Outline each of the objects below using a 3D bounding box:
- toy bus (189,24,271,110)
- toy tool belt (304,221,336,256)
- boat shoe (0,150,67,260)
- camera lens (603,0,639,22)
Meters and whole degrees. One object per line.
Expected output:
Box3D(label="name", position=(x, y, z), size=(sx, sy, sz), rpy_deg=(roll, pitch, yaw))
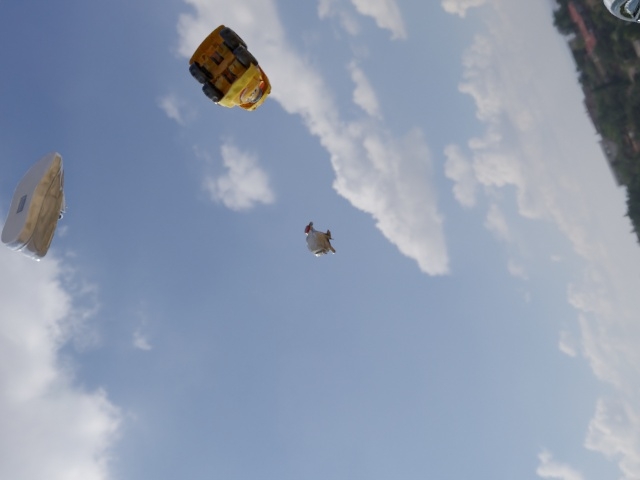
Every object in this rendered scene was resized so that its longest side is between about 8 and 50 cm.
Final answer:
Box3D(label="toy bus", position=(-0.200, -0.402, 1.621), size=(0.211, 0.149, 0.220), rpy_deg=(33, -162, -49))
Box3D(label="toy tool belt", position=(0.000, 0.000, 1.261), size=(0.051, 0.052, 0.083), rpy_deg=(19, -160, -21))
Box3D(label="boat shoe", position=(-0.398, -0.051, 0.925), size=(0.063, 0.066, 0.184), rpy_deg=(51, -159, -43))
Box3D(label="camera lens", position=(0.566, -0.507, 1.025), size=(0.219, 0.219, 0.274), rpy_deg=(1, -95, -63))
